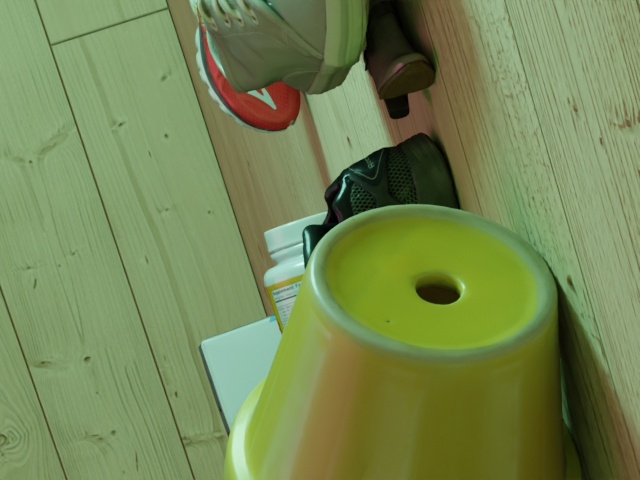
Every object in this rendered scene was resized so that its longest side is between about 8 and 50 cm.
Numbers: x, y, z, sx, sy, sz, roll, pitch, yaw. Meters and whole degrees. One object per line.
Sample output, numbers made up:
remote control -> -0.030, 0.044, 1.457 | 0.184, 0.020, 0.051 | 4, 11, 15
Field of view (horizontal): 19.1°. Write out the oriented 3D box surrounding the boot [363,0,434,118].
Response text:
boot -> 0.054, -0.147, 1.443 | 0.118, 0.042, 0.087 | 112, 147, -70

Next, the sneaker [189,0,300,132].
sneaker -> -0.092, -0.252, 2.146 | 0.279, 0.107, 0.118 | 70, 165, -7

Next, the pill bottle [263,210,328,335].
pill bottle -> 0.009, 0.080, 2.132 | 0.117, 0.117, 0.215 | 145, 107, -84

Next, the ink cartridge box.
ink cartridge box -> -0.039, 0.194, 2.518 | 0.270, 0.198, 0.197 | 137, 113, -84

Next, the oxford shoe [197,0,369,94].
oxford shoe -> -0.031, -0.206, 1.486 | 0.449, 0.130, 0.169 | 120, 151, -80

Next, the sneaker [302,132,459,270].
sneaker -> 0.060, 0.038, 1.521 | 0.087, 0.130, 0.227 | -119, 10, -68

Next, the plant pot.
plant pot -> 0.064, 0.117, 1.298 | 0.254, 0.254, 0.239 | -115, 25, -48
